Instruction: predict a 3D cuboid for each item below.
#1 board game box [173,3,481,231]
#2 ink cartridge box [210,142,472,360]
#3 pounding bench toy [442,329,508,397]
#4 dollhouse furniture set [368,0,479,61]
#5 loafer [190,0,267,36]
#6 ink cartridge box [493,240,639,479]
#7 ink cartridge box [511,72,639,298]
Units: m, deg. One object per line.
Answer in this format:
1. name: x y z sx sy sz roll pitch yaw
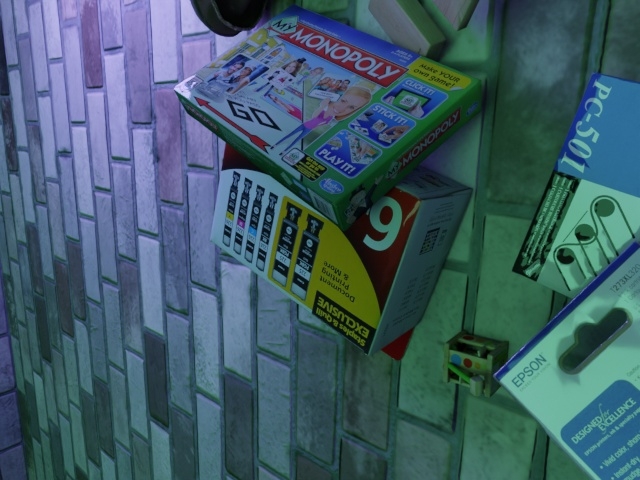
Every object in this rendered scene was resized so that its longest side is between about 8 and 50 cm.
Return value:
1. board game box: -0.007 -0.168 0.580 0.317 0.213 0.046 38 163 34
2. ink cartridge box: 0.000 0.000 0.665 0.309 0.130 0.272 31 119 32
3. pounding bench toy: 0.173 0.147 0.574 0.065 0.083 0.052 9 105 39
4. dollhouse furniture set: 0.154 -0.285 0.538 0.144 0.123 0.151 59 165 15
5. loafer: -0.076 -0.445 0.634 0.130 0.133 0.366 38 122 30
6. ink cartridge box: 0.335 0.187 0.368 0.176 0.069 0.371 -50 63 14
7. ink cartridge box: 0.272 -0.044 0.472 0.097 0.046 0.207 29 117 32
